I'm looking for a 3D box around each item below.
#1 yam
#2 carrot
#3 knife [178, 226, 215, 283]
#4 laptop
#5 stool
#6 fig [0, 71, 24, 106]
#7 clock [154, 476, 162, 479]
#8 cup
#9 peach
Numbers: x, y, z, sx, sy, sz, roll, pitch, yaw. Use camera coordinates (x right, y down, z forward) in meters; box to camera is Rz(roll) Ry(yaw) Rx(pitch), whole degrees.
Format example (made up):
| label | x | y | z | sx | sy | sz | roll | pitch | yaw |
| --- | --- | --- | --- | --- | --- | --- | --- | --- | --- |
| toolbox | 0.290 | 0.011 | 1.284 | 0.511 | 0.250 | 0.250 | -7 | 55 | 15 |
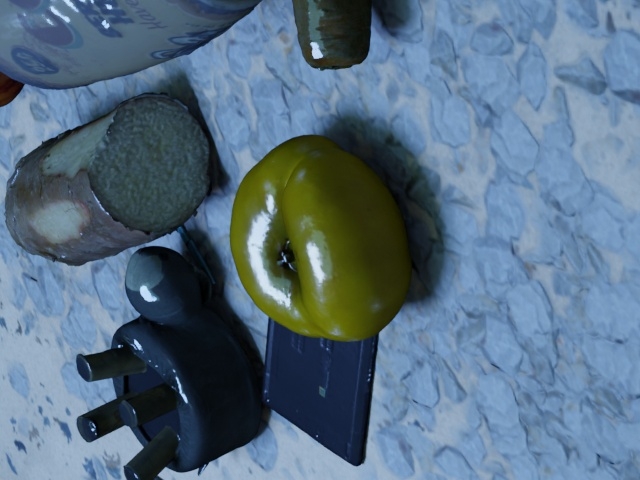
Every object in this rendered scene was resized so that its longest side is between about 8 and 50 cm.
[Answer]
| label | x | y | z | sx | sy | sz | roll | pitch | yaw |
| --- | --- | --- | --- | --- | --- | --- | --- | --- | --- |
| yam | -0.206 | -0.051 | 1.855 | 0.238 | 0.129 | 0.128 | -16 | 106 | 58 |
| carrot | -0.007 | -0.301 | 1.505 | 0.070 | 0.070 | 0.342 | 5 | 106 | 52 |
| knife | -0.124 | 0.004 | 1.875 | 0.091 | 0.005 | 0.014 | 59 | 149 | 11 |
| laptop | -0.002 | 0.097 | 1.755 | 0.135 | 0.016 | 0.197 | 34 | 133 | 37 |
| stool | -0.158 | 0.125 | 1.872 | 0.153 | 0.139 | 0.228 | -20 | 93 | 58 |
| fig | -0.354 | -0.200 | 1.983 | 0.128 | 0.128 | 0.150 | 116 | 152 | -47 |
| clock | -0.176 | 0.290 | 2.091 | 0.085 | 0.017 | 0.085 | 29 | 130 | 41 |
| cup | -0.142 | -0.281 | 1.604 | 0.257 | 0.227 | 0.301 | -2 | 77 | 46 |
| peach | 0.000 | 0.000 | 1.624 | 0.179 | 0.103 | 0.179 | 23 | 122 | 44 |
